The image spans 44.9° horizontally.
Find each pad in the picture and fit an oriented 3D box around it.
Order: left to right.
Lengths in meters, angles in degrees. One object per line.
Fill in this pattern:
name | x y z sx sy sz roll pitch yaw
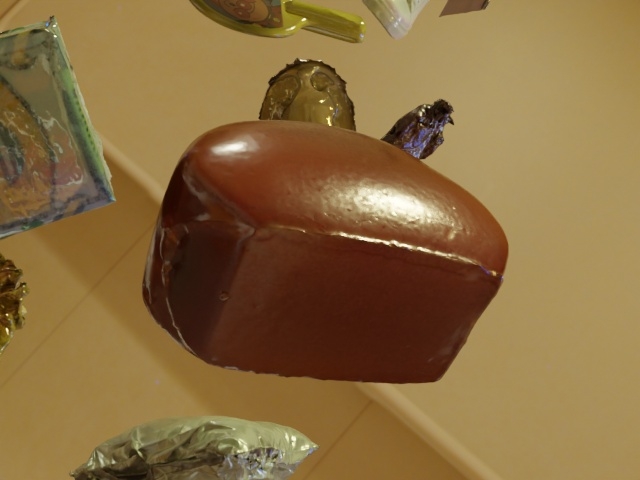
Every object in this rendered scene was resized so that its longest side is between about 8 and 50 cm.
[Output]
pad | 0.250 -0.409 1.228 0.006 0.113 0.188 27 5 -17

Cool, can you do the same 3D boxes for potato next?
potato | -0.038 -0.279 1.761 0.242 0.243 0.285 30 -49 61

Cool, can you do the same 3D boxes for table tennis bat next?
table tennis bat | -0.081 -0.443 1.479 0.369 0.054 0.224 11 44 -19

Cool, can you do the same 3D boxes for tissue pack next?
tissue pack | -0.427 -0.112 0.918 0.128 0.311 0.228 -128 -158 -59

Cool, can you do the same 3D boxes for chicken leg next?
chicken leg | 0.094 -0.133 1.126 0.051 0.253 0.106 48 -28 31

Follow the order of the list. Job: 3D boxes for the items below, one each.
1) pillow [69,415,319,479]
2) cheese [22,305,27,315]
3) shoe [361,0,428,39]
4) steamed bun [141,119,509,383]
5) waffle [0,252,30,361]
pillow | -0.174 0.325 1.142 0.310 0.283 0.138 35 46 -69
cheese | -0.766 0.181 1.754 0.123 0.167 0.094 43 -5 8
shoe | 0.195 -0.551 1.681 0.132 0.160 0.363 46 26 -12
steamed bun | 0.000 0.000 0.868 0.379 0.235 0.248 10 33 -24
waffle | -0.654 0.141 1.318 0.302 0.325 0.068 17 -32 21
